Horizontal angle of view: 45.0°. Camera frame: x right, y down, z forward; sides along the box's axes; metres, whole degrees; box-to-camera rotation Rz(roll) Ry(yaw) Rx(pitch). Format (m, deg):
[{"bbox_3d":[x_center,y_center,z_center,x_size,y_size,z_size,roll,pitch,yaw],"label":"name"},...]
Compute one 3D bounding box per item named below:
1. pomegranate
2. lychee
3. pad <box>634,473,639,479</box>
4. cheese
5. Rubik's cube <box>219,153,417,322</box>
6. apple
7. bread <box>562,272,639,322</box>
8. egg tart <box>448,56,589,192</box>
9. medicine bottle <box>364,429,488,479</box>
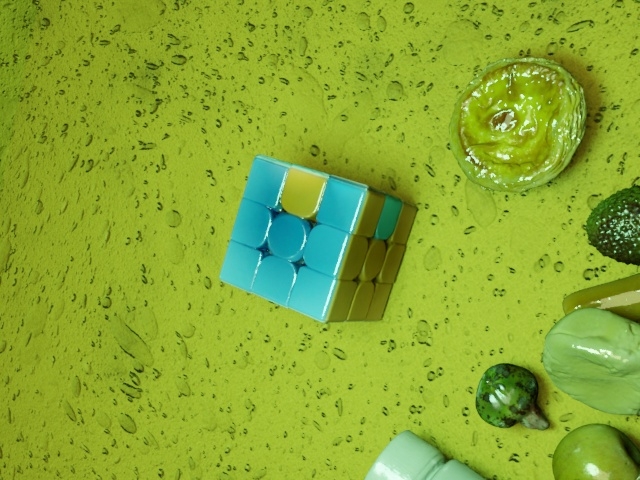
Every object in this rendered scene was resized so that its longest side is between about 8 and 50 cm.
[{"bbox_3d":[0.392,0.327,1.569,0.163,0.125,0.138,39,91,25],"label":"pomegranate"},{"bbox_3d":[0.594,-0.029,1.478,0.171,0.171,0.171,-3,85,28],"label":"lychee"},{"bbox_3d":[0.641,0.536,1.334,0.286,0.018,0.284,37,103,13],"label":"pad"},{"bbox_3d":[0.535,0.237,1.458,0.226,0.214,0.117,19,51,33],"label":"cheese"},{"bbox_3d":[0.000,0.000,1.713,0.290,0.291,0.291,19,94,29],"label":"Rubik's cube"},{"bbox_3d":[0.528,0.439,1.461,0.155,0.182,0.182,-42,68,22],"label":"apple"},{"bbox_3d":[0.594,0.116,1.506,0.239,0.074,0.092,-23,71,25],"label":"bread"},{"bbox_3d":[0.412,-0.238,1.611,0.295,0.116,0.294,-1,88,28],"label":"egg tart"},{"bbox_3d":[0.275,0.567,1.565,0.371,0.211,0.211,31,101,27],"label":"medicine bottle"}]
